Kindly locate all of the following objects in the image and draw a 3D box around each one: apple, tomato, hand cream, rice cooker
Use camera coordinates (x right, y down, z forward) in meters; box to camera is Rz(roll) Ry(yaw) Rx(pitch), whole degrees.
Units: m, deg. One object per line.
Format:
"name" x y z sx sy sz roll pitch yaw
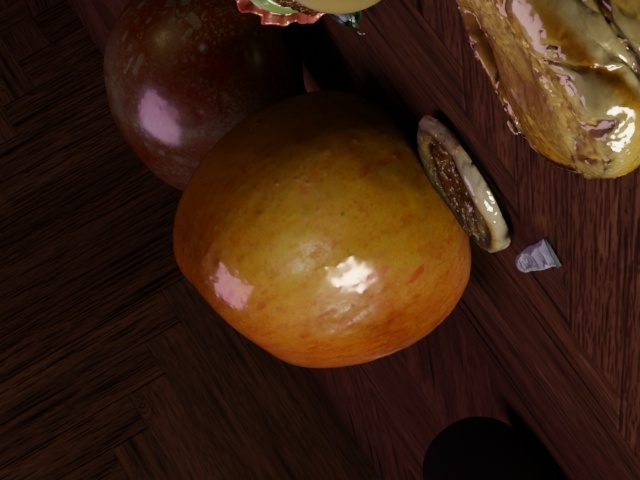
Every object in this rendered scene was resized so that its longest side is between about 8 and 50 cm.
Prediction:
"apple" 0.000 0.000 2.065 0.299 0.275 0.299 52 171 11
"tomato" -0.130 -0.175 2.242 0.270 0.222 0.270 -14 -90 -82
"hand cream" 0.198 0.014 1.813 0.030 0.019 0.093 62 165 0
"rice cooker" 0.207 0.299 2.309 0.203 0.142 0.118 55 -178 34

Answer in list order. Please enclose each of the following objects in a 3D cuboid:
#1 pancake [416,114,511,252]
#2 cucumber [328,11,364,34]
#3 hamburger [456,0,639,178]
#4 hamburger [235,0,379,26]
"pancake" 0.134 -0.054 1.908 0.151 0.025 0.151 57 173 10
"cucumber" 0.000 -0.265 1.930 0.168 0.039 0.039 61 172 11
"hamburger" 0.150 -0.138 1.241 0.214 0.108 0.214 59 172 13
"hamburger" -0.003 -0.252 1.597 0.137 0.175 0.175 19 141 58
